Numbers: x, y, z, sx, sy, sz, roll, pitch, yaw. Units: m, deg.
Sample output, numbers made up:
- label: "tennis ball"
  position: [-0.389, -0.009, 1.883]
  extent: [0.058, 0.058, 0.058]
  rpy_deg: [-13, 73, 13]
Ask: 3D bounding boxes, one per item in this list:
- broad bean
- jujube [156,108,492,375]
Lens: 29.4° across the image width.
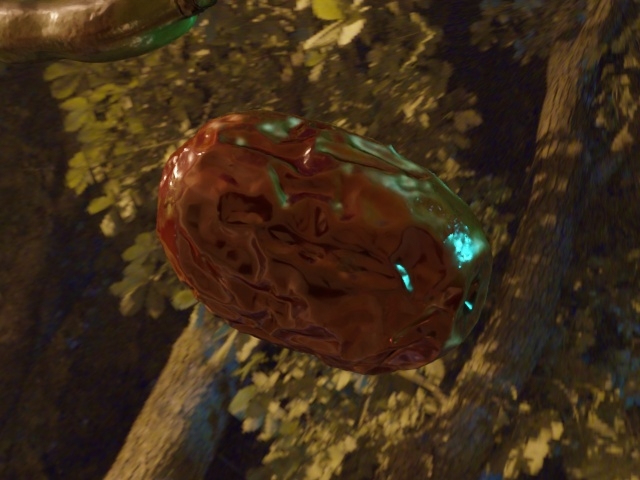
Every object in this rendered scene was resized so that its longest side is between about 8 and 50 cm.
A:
- label: "broad bean"
  position: [-0.212, -0.178, 0.999]
  extent: [0.339, 0.077, 0.061]
  rpy_deg: [3, -41, 32]
- label: "jujube"
  position: [0.000, 0.000, 0.898]
  extent: [0.250, 0.174, 0.174]
  rpy_deg: [18, -74, 16]
